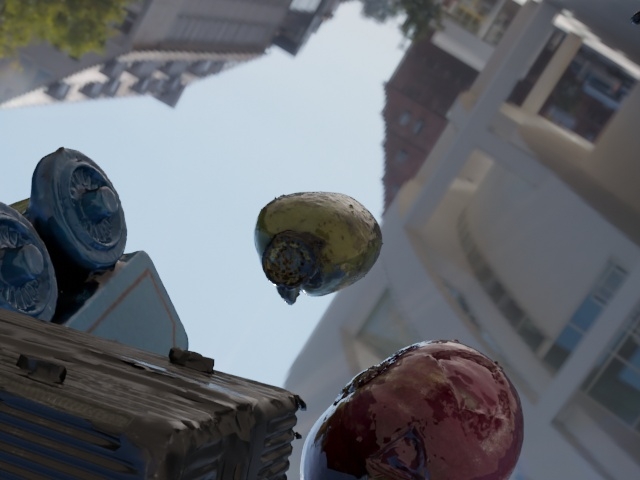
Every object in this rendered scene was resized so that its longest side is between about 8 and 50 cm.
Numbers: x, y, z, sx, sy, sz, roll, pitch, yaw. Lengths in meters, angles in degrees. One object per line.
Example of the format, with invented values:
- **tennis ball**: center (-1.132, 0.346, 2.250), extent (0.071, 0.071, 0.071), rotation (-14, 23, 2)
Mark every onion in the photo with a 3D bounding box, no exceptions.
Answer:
- **onion**: center (0.074, 0.191, 0.926), extent (0.207, 0.200, 0.200), rotation (-6, 172, 35)

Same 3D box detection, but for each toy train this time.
- **toy train**: center (-0.238, 0.083, 0.848), extent (0.265, 0.188, 0.300), rotation (66, -162, -14)

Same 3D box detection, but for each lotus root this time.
- **lotus root**: center (0.000, 0.000, 1.565), extent (0.173, 0.173, 0.309), rotation (34, -167, 10)

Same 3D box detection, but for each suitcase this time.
- **suitcase**: center (-0.194, 0.152, 0.551), extent (0.335, 0.229, 0.152), rotation (12, -176, 26)

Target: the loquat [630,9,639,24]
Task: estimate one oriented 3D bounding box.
- **loquat**: center (0.356, -0.256, 0.883), extent (0.213, 0.213, 0.213), rotation (29, -164, -9)
